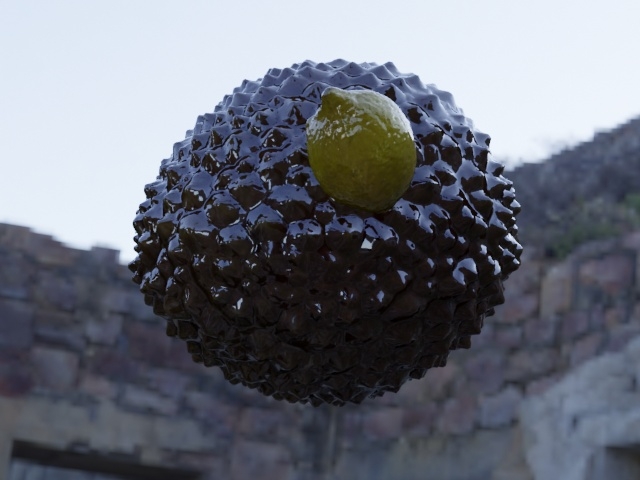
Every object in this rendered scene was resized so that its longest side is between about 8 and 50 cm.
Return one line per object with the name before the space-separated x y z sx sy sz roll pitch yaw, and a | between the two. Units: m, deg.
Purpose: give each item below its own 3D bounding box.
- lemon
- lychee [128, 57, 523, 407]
lemon | 0.023 -0.054 0.898 0.065 0.065 0.092 -4 -49 30
lychee | 0.000 0.000 1.086 0.267 0.268 0.267 5 -16 2
